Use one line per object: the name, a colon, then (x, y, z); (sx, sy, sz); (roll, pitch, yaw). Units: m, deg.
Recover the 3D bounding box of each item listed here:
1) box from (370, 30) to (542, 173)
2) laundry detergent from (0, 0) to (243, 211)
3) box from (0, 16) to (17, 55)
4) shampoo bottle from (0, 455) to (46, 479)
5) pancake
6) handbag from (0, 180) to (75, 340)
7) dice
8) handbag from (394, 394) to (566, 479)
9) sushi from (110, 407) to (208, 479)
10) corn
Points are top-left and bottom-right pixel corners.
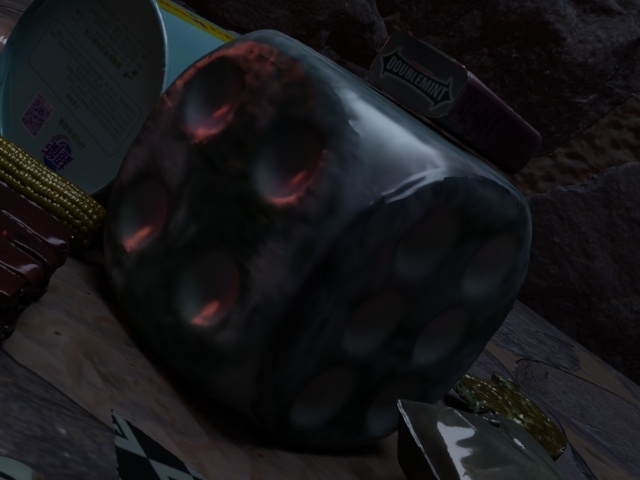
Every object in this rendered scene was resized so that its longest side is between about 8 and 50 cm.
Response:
box: (0.159, -0.151, 1.119); (0.120, 0.069, 0.224); (39, 10, 32)
laundry detergent: (-0.209, -0.160, 1.270); (0.287, 0.287, 0.305); (40, 13, 31)
box: (-0.491, -0.294, 1.577); (0.146, 0.088, 0.200); (29, 10, -16)
shampoo bottle: (-0.191, 0.171, 0.401); (0.085, 0.085, 0.262); (34, 11, 3)
pancake: (0.261, 0.256, 1.436); (0.197, 0.054, 0.376); (37, 9, 13)
handbag: (-0.354, -0.027, 0.836); (0.275, 0.084, 0.260); (32, 8, -8)
dice: (0.000, 0.000, 1.054); (0.330, 0.328, 0.348); (21, 16, -46)
handbag: (0.174, 0.245, 1.044); (0.270, 0.117, 0.183); (16, 40, -55)
sushi: (-0.039, 0.251, 0.583); (0.264, 0.050, 0.290); (44, 3, -26)
corn: (-0.324, -0.059, 1.083); (0.207, 0.068, 0.068); (35, 11, -3)
